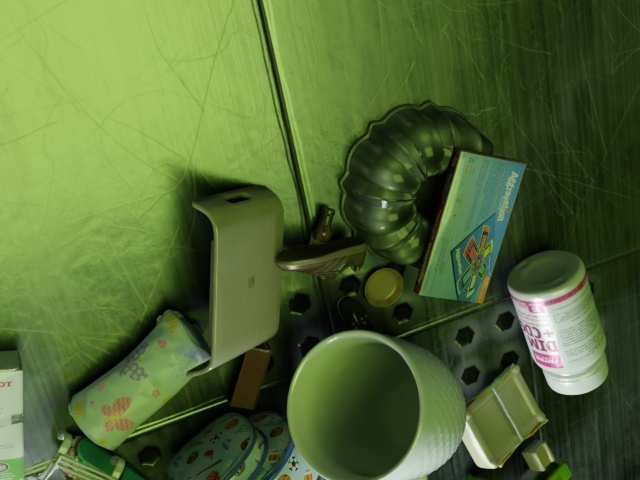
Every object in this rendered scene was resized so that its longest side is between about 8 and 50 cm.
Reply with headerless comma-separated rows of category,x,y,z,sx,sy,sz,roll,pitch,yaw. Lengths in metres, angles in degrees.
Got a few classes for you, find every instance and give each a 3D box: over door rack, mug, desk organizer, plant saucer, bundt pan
over door rack,-0.441,0.523,1.606,0.239,0.108,0.324,32,83,-22
mug,0.137,0.373,1.722,0.328,0.276,0.374,23,61,-58
desk organizer,-0.139,0.258,1.751,0.050,0.047,0.130,12,104,-22
plant saucer,0.124,0.092,1.810,0.083,0.015,0.083,-7,111,-19
bundt pan,0.208,-0.091,1.717,0.331,0.124,0.330,-7,111,-20

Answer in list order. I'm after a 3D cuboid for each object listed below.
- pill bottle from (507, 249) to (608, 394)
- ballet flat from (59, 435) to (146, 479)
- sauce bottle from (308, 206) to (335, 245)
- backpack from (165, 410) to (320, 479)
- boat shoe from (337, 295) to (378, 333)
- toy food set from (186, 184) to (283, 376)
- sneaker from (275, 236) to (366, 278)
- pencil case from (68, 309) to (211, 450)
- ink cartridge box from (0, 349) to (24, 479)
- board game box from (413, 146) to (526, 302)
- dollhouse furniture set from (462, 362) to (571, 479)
pill bottle,0.508,0.177,1.909,0.160,0.160,0.283,-29,116,-9
ballet flat,-0.401,0.454,1.713,0.077,0.091,0.241,-29,117,25
sauce bottle,0.000,0.000,1.714,0.042,0.042,0.128,11,103,-24
backpack,-0.143,0.446,1.715,0.263,0.276,0.213,-38,119,-19
boat shoe,0.079,0.164,1.806,0.049,0.042,0.133,-35,116,-4
toy food set,-0.160,0.066,1.590,0.220,0.092,0.306,-20,115,-61
sneaker,0.005,0.045,1.668,0.188,0.066,0.071,-10,116,-28
pencil case,-0.323,0.251,1.640,0.273,0.113,0.124,-43,99,-3
ink cartridge box,-0.597,0.306,1.562,0.160,0.092,0.219,-1,108,-21
board game box,0.276,-0.024,1.682,0.145,0.027,0.281,9,105,-22
dollhouse furniture set,0.393,0.447,2.019,0.197,0.151,0.301,-35,101,-29
